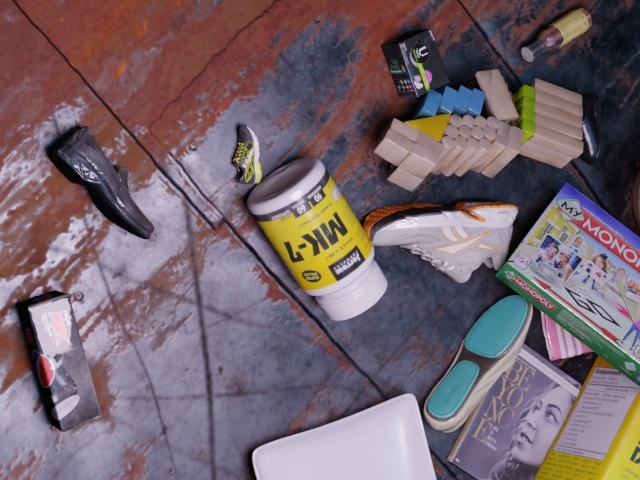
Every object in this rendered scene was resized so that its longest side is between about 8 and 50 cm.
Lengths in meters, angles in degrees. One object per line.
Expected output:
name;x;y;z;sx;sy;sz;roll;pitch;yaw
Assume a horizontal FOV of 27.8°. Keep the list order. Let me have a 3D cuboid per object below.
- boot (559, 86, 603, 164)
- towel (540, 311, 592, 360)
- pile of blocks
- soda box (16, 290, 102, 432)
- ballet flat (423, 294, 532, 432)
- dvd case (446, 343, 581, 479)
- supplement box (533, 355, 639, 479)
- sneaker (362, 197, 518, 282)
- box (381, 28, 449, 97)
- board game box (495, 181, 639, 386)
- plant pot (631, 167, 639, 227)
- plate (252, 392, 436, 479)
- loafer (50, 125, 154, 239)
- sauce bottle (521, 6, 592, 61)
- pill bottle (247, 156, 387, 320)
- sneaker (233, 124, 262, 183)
boot;0.393;-0.181;2.025;0.099;0.045;0.121;1;87;-32
towel;0.447;0.105;2.053;0.197;0.029;0.144;-12;102;-5
pile of blocks;0.220;-0.158;1.904;0.362;0.112;0.149;-7;68;-28
soda box;-0.331;0.152;1.636;0.060;0.053;0.169;-19;103;-27
ballet flat;0.244;0.192;1.964;0.248;0.086;0.086;-49;115;-16
dvd case;0.308;0.285;2.035;0.164;0.018;0.221;36;77;-27
supplement box;0.476;0.379;2.016;0.195;0.194;0.356;33;78;-14
sneaker;0.180;0.007;1.894;0.262;0.099;0.121;-4;101;-28
box;0.137;-0.255;1.867;0.062;0.052;0.083;-29;107;-24
board game box;0.444;0.077;1.953;0.317;0.046;0.213;38;52;5
plant pot;0.589;-0.071;2.110;0.237;0.110;0.237;-3;95;-29
plate;0.048;0.389;1.860;0.277;0.045;0.278;-16;92;-28
loafer;-0.265;-0.072;1.651;0.061;0.062;0.170;-51;117;-22
sauce bottle;0.363;-0.316;1.999;0.128;0.042;0.042;-33;110;-21
pill bottle;0.000;0.000;1.774;0.119;0.119;0.208;-41;113;-20
sneaker;-0.102;-0.115;1.755;0.035;0.031;0.083;-16;102;-27
